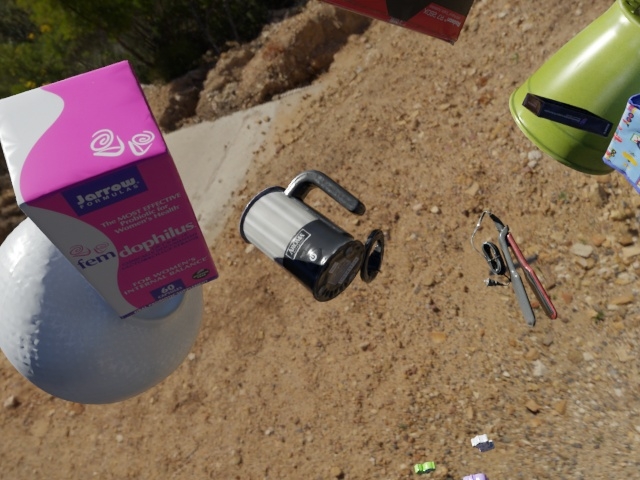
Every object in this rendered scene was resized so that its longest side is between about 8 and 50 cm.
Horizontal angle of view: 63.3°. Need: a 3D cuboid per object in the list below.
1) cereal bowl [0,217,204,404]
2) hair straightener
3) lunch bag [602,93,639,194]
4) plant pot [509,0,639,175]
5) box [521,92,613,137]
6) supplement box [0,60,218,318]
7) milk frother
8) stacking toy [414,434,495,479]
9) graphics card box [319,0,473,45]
[{"bbox_3d":[-0.316,0.075,0.820,0.141,0.339,0.338,-26,56,33],"label":"cereal bowl"},{"bbox_3d":[0.342,0.052,0.957,0.089,0.047,0.230,-22,76,0],"label":"hair straightener"},{"bbox_3d":[0.804,-0.265,1.122,0.293,0.221,0.138,-30,61,-2],"label":"lunch bag"},{"bbox_3d":[0.771,-0.426,1.386,0.353,0.367,0.366,121,144,-48],"label":"plant pot"},{"bbox_3d":[0.423,-0.221,0.902,0.116,0.162,0.029,18,115,4],"label":"box"},{"bbox_3d":[-0.180,-0.033,0.476,0.111,0.220,0.113,-24,62,-12],"label":"supplement box"},{"bbox_3d":[0.000,0.000,0.647,0.135,0.143,0.129,38,79,30],"label":"milk frother"},{"bbox_3d":[0.316,0.559,1.180,0.221,0.052,0.166,-32,34,23],"label":"stacking toy"},{"bbox_3d":[0.107,-0.393,0.465,0.094,0.233,0.370,44,125,37],"label":"graphics card box"}]
